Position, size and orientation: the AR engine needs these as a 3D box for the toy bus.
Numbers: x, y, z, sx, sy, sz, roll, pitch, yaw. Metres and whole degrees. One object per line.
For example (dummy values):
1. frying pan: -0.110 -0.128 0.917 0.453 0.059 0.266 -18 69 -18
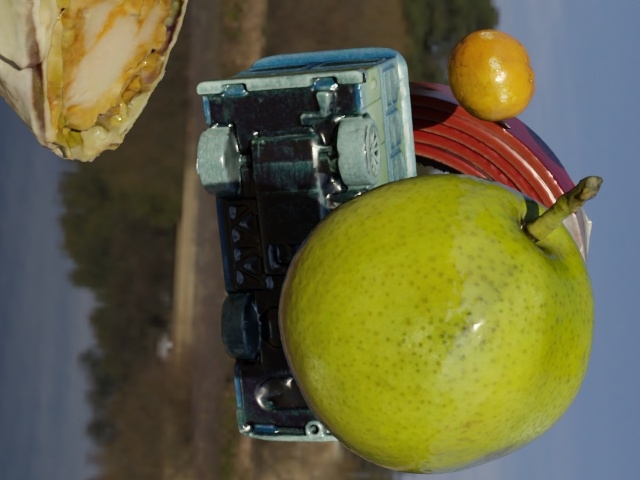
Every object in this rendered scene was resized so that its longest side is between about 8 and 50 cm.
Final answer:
1. toy bus: 0.000 0.000 1.289 0.190 0.152 0.312 -42 127 -71

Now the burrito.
1. burrito: -0.169 -0.188 0.703 0.105 0.299 0.143 -36 174 -42

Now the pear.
1. pear: 0.080 0.031 0.825 0.216 0.180 0.166 -46 -131 24

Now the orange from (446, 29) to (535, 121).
1. orange: 0.146 -0.140 1.275 0.083 0.070 0.083 57 21 -35

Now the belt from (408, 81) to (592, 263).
1. belt: 0.132 -0.029 1.505 0.227 0.324 0.115 -62 177 17
